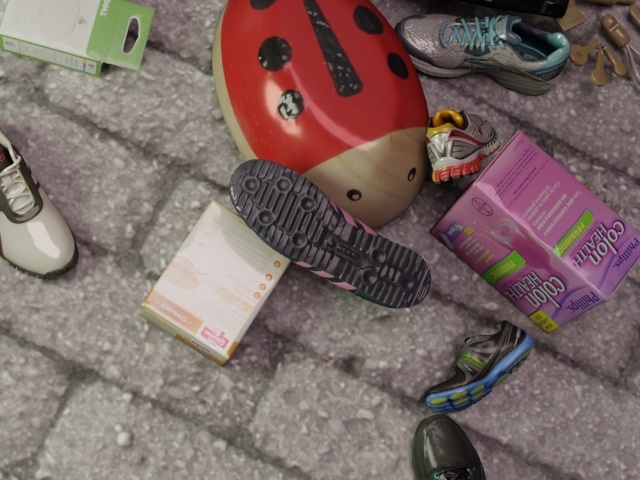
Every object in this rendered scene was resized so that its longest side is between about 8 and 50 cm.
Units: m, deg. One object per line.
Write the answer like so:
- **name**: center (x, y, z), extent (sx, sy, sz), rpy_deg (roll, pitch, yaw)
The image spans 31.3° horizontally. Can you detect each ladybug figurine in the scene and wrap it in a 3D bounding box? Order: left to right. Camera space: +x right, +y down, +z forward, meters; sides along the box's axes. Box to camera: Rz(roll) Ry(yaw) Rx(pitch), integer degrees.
- **ladybug figurine**: center (0.006, -0.234, 1.696), extent (0.305, 0.162, 0.449), rpy_deg (-25, 79, -17)

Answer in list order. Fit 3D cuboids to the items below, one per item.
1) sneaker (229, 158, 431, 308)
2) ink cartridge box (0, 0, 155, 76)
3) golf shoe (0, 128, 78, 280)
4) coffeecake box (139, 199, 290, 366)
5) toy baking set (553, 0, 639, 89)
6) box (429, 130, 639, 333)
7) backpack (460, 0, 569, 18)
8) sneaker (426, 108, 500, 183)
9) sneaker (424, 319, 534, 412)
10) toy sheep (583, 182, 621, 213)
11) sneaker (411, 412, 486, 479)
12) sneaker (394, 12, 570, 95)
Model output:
- **sneaker**: center (0.000, 0.000, 1.623), extent (0.319, 0.131, 0.112), rpy_deg (35, 80, -10)
- **ink cartridge box**: center (-0.361, -0.314, 1.699), extent (0.209, 0.062, 0.109), rpy_deg (14, 71, -7)
- **golf shoe**: center (-0.434, -0.065, 1.578), extent (0.105, 0.120, 0.273), rpy_deg (-36, 84, -21)
- **coffeecake box**: center (-0.146, 0.061, 1.621), extent (0.142, 0.068, 0.185), rpy_deg (33, 69, -2)
- **toy baking set**: center (0.480, -0.335, 1.884), extent (0.256, 0.030, 0.197), rpy_deg (0, 71, -26)
- **box**: center (0.310, -0.005, 1.658), extent (0.243, 0.213, 0.117), rpy_deg (40, 69, 2)
- **backpack**: center (0.201, -0.492, 1.760), extent (0.355, 0.290, 0.273), rpy_deg (-1, 70, 16)
- **sneaker**: center (0.210, -0.158, 1.696), extent (0.088, 0.225, 0.093), rpy_deg (-14, 104, 19)
- **sneaker**: center (0.224, 0.184, 1.669), extent (0.188, 0.067, 0.078), rpy_deg (-34, 61, -17)
- **toy sheep**: center (0.409, -0.042, 1.761), extent (0.132, 0.091, 0.091), rpy_deg (35, 69, 16)
- **sneaker**: center (0.205, 0.363, 1.580), extent (0.101, 0.106, 0.267), rpy_deg (-15, 75, -14)
- **sneaker**: center (0.258, -0.318, 1.794), extent (0.283, 0.122, 0.110), rpy_deg (9, 70, -9)
